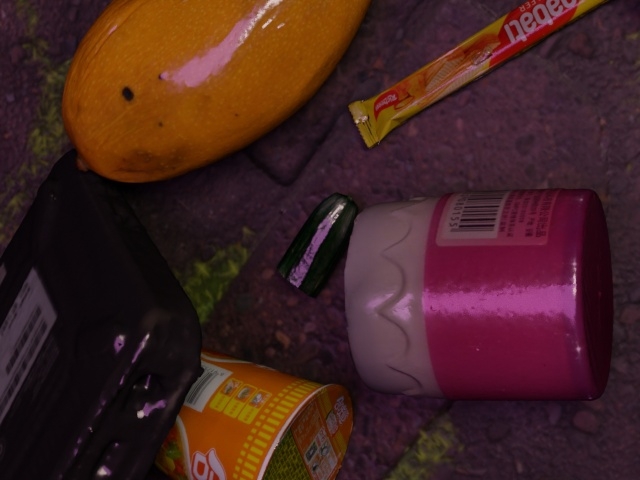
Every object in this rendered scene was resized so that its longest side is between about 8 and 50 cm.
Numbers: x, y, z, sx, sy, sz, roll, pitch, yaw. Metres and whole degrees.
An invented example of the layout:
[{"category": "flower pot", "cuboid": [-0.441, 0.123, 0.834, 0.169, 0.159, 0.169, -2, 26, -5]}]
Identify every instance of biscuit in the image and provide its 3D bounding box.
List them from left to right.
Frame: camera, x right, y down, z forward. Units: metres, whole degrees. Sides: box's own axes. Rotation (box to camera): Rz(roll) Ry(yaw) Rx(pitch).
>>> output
[{"category": "biscuit", "cuboid": [0.153, -0.171, 1.079, 0.292, 0.026, 0.048, -31, 65, 21]}]

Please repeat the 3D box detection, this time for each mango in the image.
[{"category": "mango", "cuboid": [-0.086, -0.180, 1.106, 0.359, 0.144, 0.187, -32, 73, 15]}]

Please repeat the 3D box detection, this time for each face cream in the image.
[{"category": "face cream", "cuboid": [0.136, 0.046, 1.025, 0.195, 0.175, 0.175, -2, 95, 22]}]

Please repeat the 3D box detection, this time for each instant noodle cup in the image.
[{"category": "instant noodle cup", "cuboid": [-0.090, 0.176, 1.144, 0.185, 0.168, 0.168, 21, 102, 27]}]

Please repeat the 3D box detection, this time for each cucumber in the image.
[{"category": "cucumber", "cuboid": [0.000, 0.000, 1.143, 0.048, 0.048, 0.105, 34, 103, 15]}]

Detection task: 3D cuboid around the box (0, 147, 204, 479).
[{"category": "box", "cuboid": [-0.255, 0.128, 1.146, 0.359, 0.091, 0.350, -59, 37, 16]}]
